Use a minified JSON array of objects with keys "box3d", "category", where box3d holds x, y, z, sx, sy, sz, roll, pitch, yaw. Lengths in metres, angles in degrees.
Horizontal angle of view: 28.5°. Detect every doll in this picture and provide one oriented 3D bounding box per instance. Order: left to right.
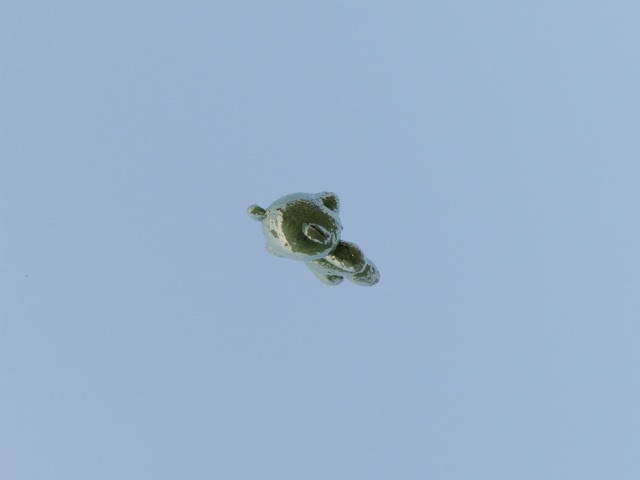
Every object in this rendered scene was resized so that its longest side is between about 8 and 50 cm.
[{"box3d":[0.000,0.000,1.198,0.077,0.115,0.150,-64,-35,-16],"category":"doll"}]
